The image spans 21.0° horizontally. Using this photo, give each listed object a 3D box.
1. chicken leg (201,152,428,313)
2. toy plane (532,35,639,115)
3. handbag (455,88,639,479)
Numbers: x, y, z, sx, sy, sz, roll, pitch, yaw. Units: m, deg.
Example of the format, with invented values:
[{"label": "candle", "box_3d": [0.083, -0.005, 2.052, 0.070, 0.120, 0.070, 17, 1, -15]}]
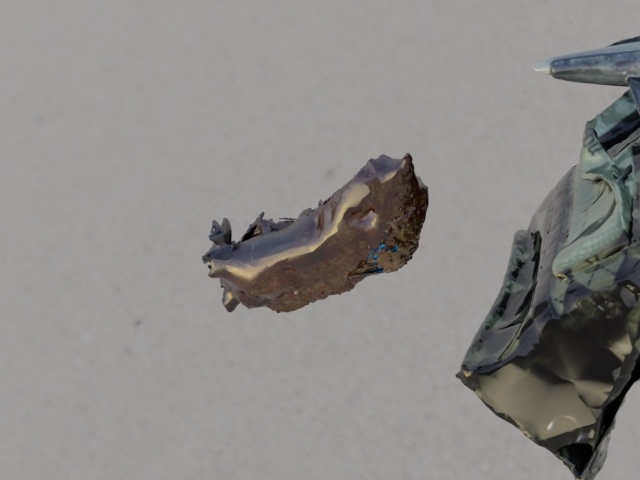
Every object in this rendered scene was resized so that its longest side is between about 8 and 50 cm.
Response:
[{"label": "chicken leg", "box_3d": [0.000, 0.000, 1.212, 0.233, 0.105, 0.063, -22, 61, 36]}, {"label": "toy plane", "box_3d": [0.231, -0.086, 0.883, 0.234, 0.160, 0.082, -10, 46, -1]}, {"label": "handbag", "box_3d": [0.282, -0.051, 1.201, 0.416, 0.180, 0.317, -49, -2, 26]}]
